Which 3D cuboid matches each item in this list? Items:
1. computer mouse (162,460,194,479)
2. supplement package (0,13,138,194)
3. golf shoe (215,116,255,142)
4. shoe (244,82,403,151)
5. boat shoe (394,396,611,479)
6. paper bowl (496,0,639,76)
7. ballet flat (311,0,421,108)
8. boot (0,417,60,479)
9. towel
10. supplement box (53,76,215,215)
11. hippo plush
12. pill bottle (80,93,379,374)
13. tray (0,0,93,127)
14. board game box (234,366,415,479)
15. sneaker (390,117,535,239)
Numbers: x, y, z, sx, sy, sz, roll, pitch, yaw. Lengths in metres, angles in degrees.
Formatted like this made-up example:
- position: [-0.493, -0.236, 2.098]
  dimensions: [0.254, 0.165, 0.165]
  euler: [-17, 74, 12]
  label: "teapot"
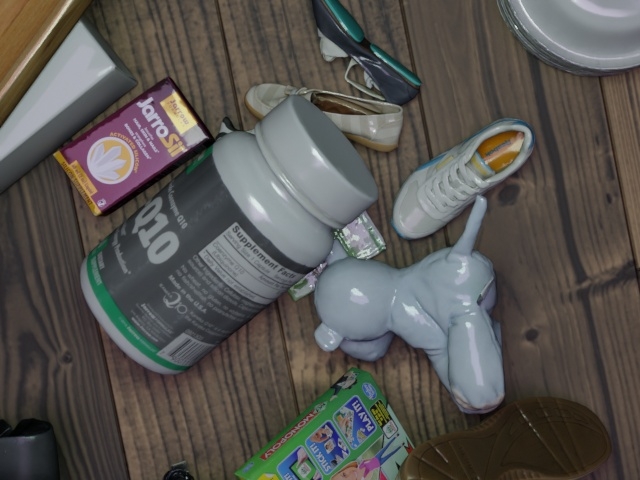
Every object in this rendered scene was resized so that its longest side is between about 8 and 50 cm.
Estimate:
- position: [-0.073, 0.375, 1.729]
  dimensions: [0.272, 0.072, 0.189]
  euler: [-13, 94, 13]
  label: "computer mouse"
- position: [-0.416, -0.192, 1.657]
  dimensions: [0.293, 0.175, 0.177]
  euler: [-38, 89, 2]
  label: "supplement package"
- position: [-0.051, -0.129, 1.710]
  dimensions: [0.186, 0.067, 0.086]
  euler: [2, 90, 1]
  label: "golf shoe"
- position: [0.007, -0.179, 1.697]
  dimensions: [0.219, 0.077, 0.058]
  euler: [14, 135, -3]
  label: "shoe"
- position: [0.232, 0.294, 1.668]
  dimensions: [0.341, 0.110, 0.122]
  euler: [-7, 60, -29]
  label: "boat shoe"
- position: [0.377, -0.364, 1.660]
  dimensions: [0.284, 0.148, 0.284]
  euler: [0, 90, 1]
  label: "paper bowl"
- position: [0.045, -0.253, 1.706]
  dimensions: [0.203, 0.074, 0.074]
  euler: [43, 92, -7]
  label: "ballet flat"
- position: [-0.344, 0.455, 1.654]
  dimensions: [0.367, 0.146, 0.445]
  euler: [-5, 90, 22]
  label: "boot"
- position: [0.000, 0.000, 1.739]
  dimensions: [0.152, 0.023, 0.113]
  euler: [-31, 89, 4]
  label: "towel"
- position: [-0.250, -0.125, 1.705]
  dimensions: [0.188, 0.081, 0.104]
  euler: [-34, 91, 1]
  label: "supplement box"
- position: [0.112, 0.111, 1.624]
  dimensions: [0.236, 0.294, 0.234]
  euler: [-5, 70, 8]
  label: "hippo plush"
- position: [-0.115, -0.008, 1.609]
  dimensions: [0.361, 0.204, 0.204]
  euler: [-39, 91, 16]
  label: "pill bottle"
- position: [-0.451, -0.234, 1.535]
  dimensions: [0.202, 0.076, 0.411]
  euler: [36, 92, 3]
  label: "tray"
- position: [0.052, 0.356, 1.644]
  dimensions: [0.213, 0.046, 0.317]
  euler: [-40, 113, -23]
  label: "board game box"
- position: [0.188, -0.087, 1.696]
  dimensions: [0.228, 0.092, 0.087]
  euler: [-40, 93, 3]
  label: "sneaker"
